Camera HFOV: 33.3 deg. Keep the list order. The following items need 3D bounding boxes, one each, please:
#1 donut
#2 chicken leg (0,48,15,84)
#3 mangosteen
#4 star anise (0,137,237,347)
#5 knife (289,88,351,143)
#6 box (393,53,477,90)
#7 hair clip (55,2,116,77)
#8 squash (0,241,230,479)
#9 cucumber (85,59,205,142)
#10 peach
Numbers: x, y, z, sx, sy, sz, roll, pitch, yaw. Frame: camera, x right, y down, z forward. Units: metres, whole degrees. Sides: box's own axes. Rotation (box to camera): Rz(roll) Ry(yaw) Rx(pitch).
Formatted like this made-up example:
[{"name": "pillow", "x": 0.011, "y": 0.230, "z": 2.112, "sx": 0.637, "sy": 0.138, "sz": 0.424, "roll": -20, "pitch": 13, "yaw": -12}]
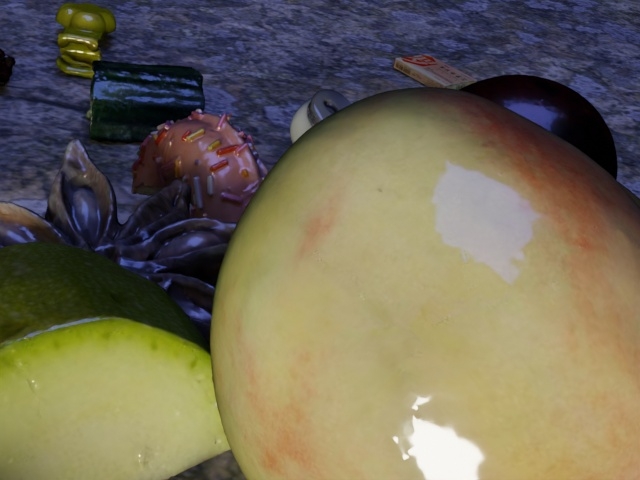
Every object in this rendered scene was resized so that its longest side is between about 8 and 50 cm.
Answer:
[{"name": "donut", "x": -0.096, "y": -0.049, "z": 0.865, "sx": 0.065, "sy": 0.117, "sz": 0.166, "roll": -9, "pitch": 33, "yaw": -40}, {"name": "chicken leg", "x": -0.385, "y": -0.212, "z": 1.130, "sx": 0.205, "sy": 0.053, "sz": 0.093, "roll": 40, "pitch": 17, "yaw": 32}, {"name": "mangosteen", "x": 0.160, "y": -0.056, "z": 0.931, "sx": 0.199, "sy": 0.200, "sz": 0.200, "roll": 8, "pitch": 29, "yaw": -5}, {"name": "star anise", "x": -0.142, "y": 0.045, "z": 0.693, "sx": 0.236, "sy": 0.109, "sz": 0.223, "roll": -29, "pitch": 51, "yaw": -31}, {"name": "knife", "x": 0.070, "y": -0.004, "z": 0.798, "sx": 0.073, "sy": 0.040, "sz": 0.266, "roll": -22, "pitch": 71, "yaw": -45}, {"name": "box", "x": 0.143, "y": -0.209, "z": 1.339, "sx": 0.058, "sy": 0.015, "sz": 0.093, "roll": -16, "pitch": 39, "yaw": -37}, {"name": "hair clip", "x": -0.272, "y": -0.238, "z": 1.217, "sx": 0.072, "sy": 0.046, "sz": 0.173, "roll": 10, "pitch": 26, "yaw": -10}, {"name": "squash", "x": -0.154, "y": 0.051, "z": 0.563, "sx": 0.191, "sy": 0.085, "sz": 0.184, "roll": -20, "pitch": 56, "yaw": -23}, {"name": "cucumber", "x": -0.180, "y": -0.146, "z": 1.070, "sx": 0.115, "sy": 0.062, "sz": 0.116, "roll": 2, "pitch": 31, "yaw": -23}, {"name": "peach", "x": 0.081, "y": 0.069, "z": 0.541, "sx": 0.247, "sy": 0.292, "sz": 0.292, "roll": -34, "pitch": 39, "yaw": -2}]
